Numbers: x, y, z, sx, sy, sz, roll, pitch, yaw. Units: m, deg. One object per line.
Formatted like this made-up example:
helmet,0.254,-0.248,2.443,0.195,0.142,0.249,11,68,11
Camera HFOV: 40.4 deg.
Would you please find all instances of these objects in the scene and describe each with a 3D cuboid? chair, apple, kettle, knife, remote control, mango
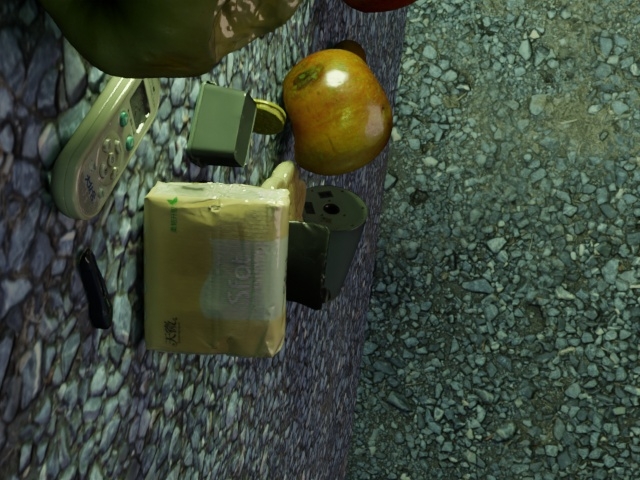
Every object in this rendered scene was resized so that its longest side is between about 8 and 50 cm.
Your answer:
chair,-0.086,0.008,1.239,0.145,0.221,0.140,-53,150,-68
apple,-0.126,-0.279,0.757,0.279,0.279,0.279,9,90,-79
kettle,0.000,0.000,1.959,0.210,0.160,0.243,-109,-157,-45
knife,-0.252,0.054,0.970,0.121,0.018,0.031,85,15,-44
apple,0.022,-0.240,1.671,0.237,0.207,0.237,61,-7,14
remote control,-0.224,-0.111,0.917,0.078,0.042,0.221,86,16,-47
mango,0.064,-0.413,2.043,0.163,0.089,0.111,-21,119,-87

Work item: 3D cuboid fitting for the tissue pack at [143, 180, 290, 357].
tissue pack,-0.134,0.039,1.125,0.090,0.186,0.222,-85,179,-73

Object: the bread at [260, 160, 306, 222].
bread,-0.086,-0.002,1.680,0.316,0.054,0.316,7,90,-78

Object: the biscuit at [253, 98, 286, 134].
biscuit,-0.097,-0.197,1.387,0.084,0.084,0.023,75,25,-65

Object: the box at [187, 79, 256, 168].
box,-0.138,-0.162,1.242,0.084,0.069,0.122,40,59,-75

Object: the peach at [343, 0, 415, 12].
peach,0.144,-0.630,1.738,0.372,0.290,0.372,17,90,-76
